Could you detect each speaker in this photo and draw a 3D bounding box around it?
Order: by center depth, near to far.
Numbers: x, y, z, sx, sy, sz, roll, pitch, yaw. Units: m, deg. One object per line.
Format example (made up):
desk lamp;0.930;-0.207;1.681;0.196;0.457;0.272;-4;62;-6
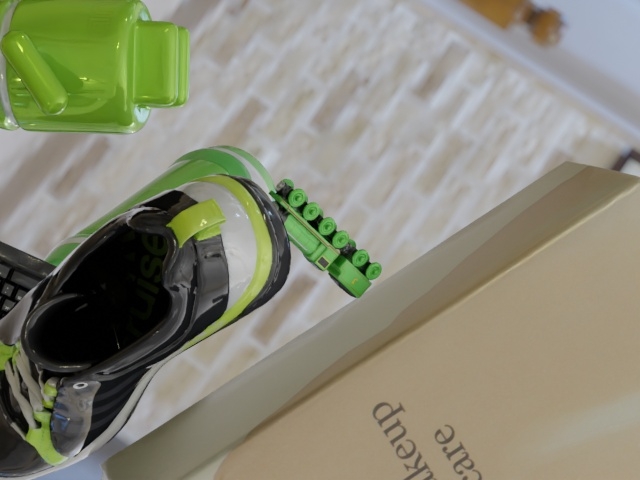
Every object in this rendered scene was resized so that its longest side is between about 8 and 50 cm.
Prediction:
speaker;-0.156;0.008;1.825;0.296;0.131;0.131;-41;161;-54

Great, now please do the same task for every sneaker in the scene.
sneaker;-0.115;0.040;0.868;0.234;0.084;0.097;-42;163;32

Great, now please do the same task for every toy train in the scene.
toy train;0.000;0.000;0.901;0.024;0.017;0.083;-48;130;-1

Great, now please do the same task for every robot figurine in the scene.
robot figurine;-0.122;-0.085;0.906;0.101;0.115;0.067;-24;115;-81

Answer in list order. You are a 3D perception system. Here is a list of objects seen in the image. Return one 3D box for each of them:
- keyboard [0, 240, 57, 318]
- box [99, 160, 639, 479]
keyboard;-0.204;0.059;1.187;0.023;0.180;0.108;-91;-154;-81
box;0.054;0.102;0.976;0.311;0.148;0.121;-34;-168;-6
